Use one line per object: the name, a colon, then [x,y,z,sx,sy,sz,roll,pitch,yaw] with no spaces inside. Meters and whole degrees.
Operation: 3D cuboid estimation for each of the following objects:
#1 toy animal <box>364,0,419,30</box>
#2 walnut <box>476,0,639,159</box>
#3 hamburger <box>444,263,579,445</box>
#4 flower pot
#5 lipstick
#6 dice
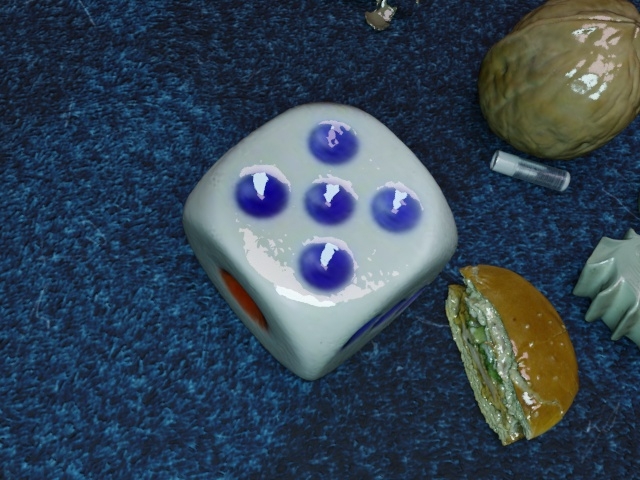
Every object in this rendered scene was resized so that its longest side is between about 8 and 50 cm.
toy animal: [0.082,-0.507,1.367,0.214,0.094,0.186,-4,64,-1]
walnut: [0.424,-0.282,1.194,0.252,0.313,0.277,48,62,-6]
hamburger: [0.311,0.161,1.087,0.157,0.144,0.283,-12,68,-13]
flower pot: [0.612,0.032,1.164,0.254,0.164,0.367,33,63,24]
lipstick: [0.384,-0.127,1.270,0.141,0.040,0.040,18,67,-1]
dice: [0.000,0.000,1.042,0.304,0.277,0.304,-38,75,-18]
